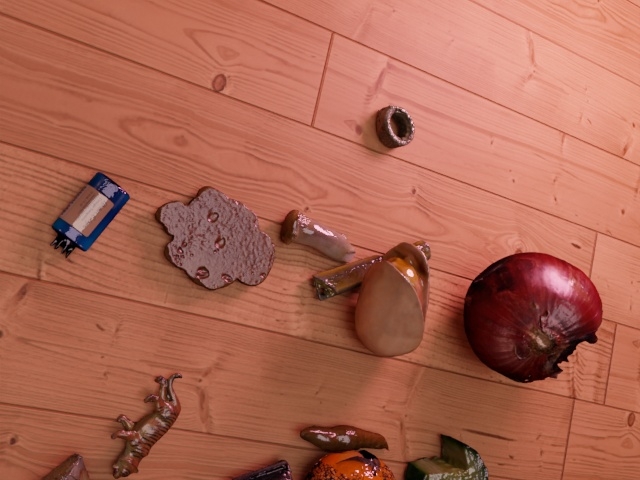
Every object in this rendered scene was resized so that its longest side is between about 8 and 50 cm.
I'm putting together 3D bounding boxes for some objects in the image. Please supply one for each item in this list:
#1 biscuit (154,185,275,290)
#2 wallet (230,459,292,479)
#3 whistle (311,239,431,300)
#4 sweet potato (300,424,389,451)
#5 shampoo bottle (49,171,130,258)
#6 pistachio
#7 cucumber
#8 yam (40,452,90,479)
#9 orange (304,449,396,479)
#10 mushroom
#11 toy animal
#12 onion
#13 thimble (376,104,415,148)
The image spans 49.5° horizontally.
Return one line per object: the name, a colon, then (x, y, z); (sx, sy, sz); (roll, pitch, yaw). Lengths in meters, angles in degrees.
biscuit: (-0.235, 0.002, 1.545); (0.290, 0.041, 0.208); (31, 74, -20)
wallet: (-0.149, 0.646, 1.549); (0.221, 0.071, 0.262); (-14, 101, -26)
whistle: (0.128, 0.071, 1.710); (0.326, 0.057, 0.068); (-18, 96, -25)
sweet potato: (0.065, 0.475, 1.661); (0.274, 0.067, 0.067); (16, 81, -29)
shampoo bottle: (-0.480, -0.047, 1.423); (0.087, 0.050, 0.183); (42, 71, -21)
pistachio: (0.177, 0.152, 1.630); (0.187, 0.187, 0.299); (-18, 138, -25)
cucumber: (0.318, 0.605, 1.749); (0.191, 0.130, 0.191); (2, 84, -19)
yam: (-0.487, 0.561, 1.346); (0.154, 0.154, 0.254); (-23, 102, -25)
orange: (0.069, 0.600, 1.599); (0.234, 0.182, 0.234); (-7, 103, -32)
mushroom: (0.000, 0.000, 1.649); (0.209, 0.071, 0.084); (25, 83, -26)
toy animal: (-0.366, 0.386, 1.463); (0.241, 0.057, 0.099); (-49, 114, -21)
onion: (0.518, 0.189, 1.752); (0.341, 0.341, 0.341); (1, 87, -26)
thimble: (0.186, -0.288, 1.750); (0.084, 0.062, 0.110); (-34, 102, -22)
